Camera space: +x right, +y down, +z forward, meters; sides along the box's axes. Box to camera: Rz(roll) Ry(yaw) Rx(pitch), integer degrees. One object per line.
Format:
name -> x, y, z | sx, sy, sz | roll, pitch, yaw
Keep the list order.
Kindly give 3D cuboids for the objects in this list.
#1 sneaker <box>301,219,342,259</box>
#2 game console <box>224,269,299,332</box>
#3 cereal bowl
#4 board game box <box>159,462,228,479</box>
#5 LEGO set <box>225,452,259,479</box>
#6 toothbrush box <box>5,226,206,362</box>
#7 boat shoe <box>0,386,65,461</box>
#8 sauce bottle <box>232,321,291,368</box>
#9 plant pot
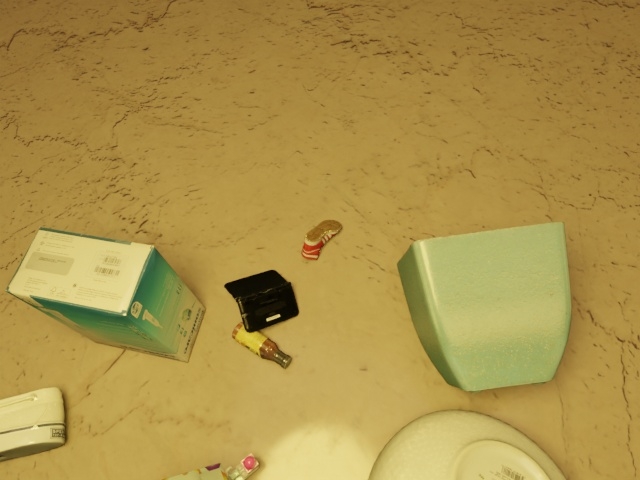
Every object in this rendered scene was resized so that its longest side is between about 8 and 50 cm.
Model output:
sneaker -> 0.000, 0.000, 1.055 | 0.042, 0.067, 0.118 | 36, 41, 23
game console -> -0.122, 0.123, 0.989 | 0.122, 0.071, 0.107 | -16, 90, -29
cereal bowl -> 0.241, 0.399, 0.696 | 0.338, 0.141, 0.339 | 7, 44, -6
board game box -> -0.257, 0.473, 0.702 | 0.275, 0.142, 0.144 | -40, 62, 17
LEGO set -> -0.072, 0.488, 0.760 | 0.287, 0.107, 0.132 | 39, 72, 22
toothbrush box -> -0.368, 0.112, 0.880 | 0.216, 0.296, 0.126 | 8, 62, 11
boat shoe -> -0.664, 0.334, 0.881 | 0.366, 0.136, 0.157 | -12, 62, -4
sauce bottle -> -0.116, 0.210, 0.948 | 0.128, 0.042, 0.042 | 29, 68, 20
plant pot -> 0.288, 0.129, 0.851 | 0.246, 0.248, 0.253 | -7, 78, 1
